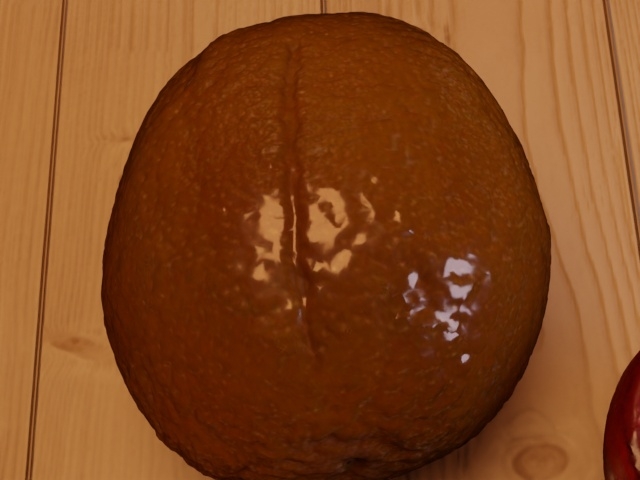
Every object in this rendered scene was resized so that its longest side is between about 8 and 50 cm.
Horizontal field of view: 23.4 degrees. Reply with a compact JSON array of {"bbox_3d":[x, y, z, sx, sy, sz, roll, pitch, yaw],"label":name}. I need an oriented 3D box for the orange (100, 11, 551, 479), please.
[{"bbox_3d":[0.000,0.000,1.106,0.322,0.322,0.357,-11,53,7],"label":"orange"}]

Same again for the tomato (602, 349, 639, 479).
[{"bbox_3d":[0.292,0.160,1.040,0.233,0.139,0.200,40,61,5],"label":"tomato"}]
